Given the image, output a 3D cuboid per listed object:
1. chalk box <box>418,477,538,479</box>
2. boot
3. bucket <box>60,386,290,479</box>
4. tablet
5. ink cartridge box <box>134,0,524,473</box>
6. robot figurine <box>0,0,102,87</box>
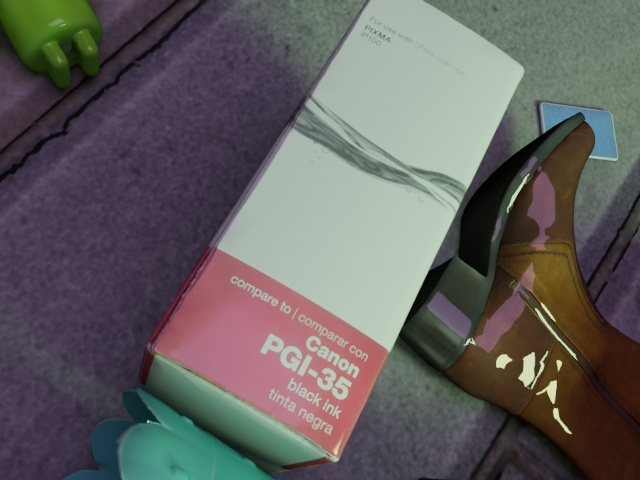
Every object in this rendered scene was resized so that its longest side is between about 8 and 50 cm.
[{"bbox_3d":[0.135,0.319,0.472,0.179,0.180,0.289,22,69,-10],"label":"chalk box"},{"bbox_3d":[0.239,0.061,0.634,0.280,0.096,0.264,38,65,-5],"label":"boot"},{"bbox_3d":[-0.085,0.234,0.383,0.183,0.281,0.281,32,66,-13],"label":"bucket"},{"bbox_3d":[0.254,-0.107,0.741,0.083,0.006,0.054,4,72,-16],"label":"tablet"},{"bbox_3d":[0.000,0.000,0.509,0.117,0.207,0.283,31,66,-3],"label":"ink cartridge box"},{"bbox_3d":[-0.212,-0.177,0.576,0.101,0.067,0.115,-28,83,-18],"label":"robot figurine"}]
